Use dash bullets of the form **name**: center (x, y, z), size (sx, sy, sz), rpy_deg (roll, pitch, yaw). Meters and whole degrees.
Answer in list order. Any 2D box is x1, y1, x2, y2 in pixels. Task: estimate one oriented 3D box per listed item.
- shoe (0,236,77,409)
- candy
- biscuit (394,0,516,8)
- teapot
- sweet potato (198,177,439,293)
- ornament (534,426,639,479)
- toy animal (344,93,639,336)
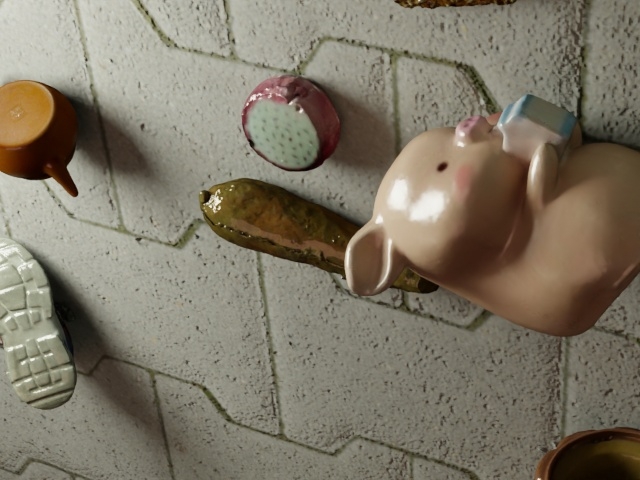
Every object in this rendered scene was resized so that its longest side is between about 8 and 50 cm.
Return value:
- **shoe**: center (-0.367, 0.100, 1.873), size (0.099, 0.125, 0.227), rpy_deg (-19, 93, 5)
- **candy**: center (-0.030, -0.116, 1.474), size (0.103, 0.043, 0.103), rpy_deg (18, 136, 19)
- **biscuit**: center (0.089, -0.302, 1.239), size (0.131, 0.026, 0.237), rpy_deg (2, 129, 30)
- **teapot**: center (-0.321, -0.117, 1.629), size (0.173, 0.116, 0.116), rpy_deg (49, 144, 26)
- **sweet potato**: center (0.000, 0.000, 1.542), size (0.273, 0.075, 0.075), rpy_deg (21, 136, 12)
- **ornament**: center (0.303, 0.330, 1.548), size (0.235, 0.221, 0.217), rpy_deg (37, 143, 40)
- **toy animal**: center (0.178, -0.023, 1.315), size (0.256, 0.195, 0.213), rpy_deg (28, 130, 12)
